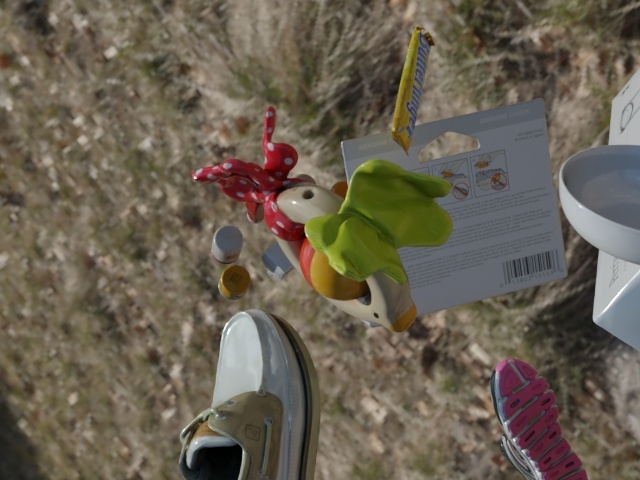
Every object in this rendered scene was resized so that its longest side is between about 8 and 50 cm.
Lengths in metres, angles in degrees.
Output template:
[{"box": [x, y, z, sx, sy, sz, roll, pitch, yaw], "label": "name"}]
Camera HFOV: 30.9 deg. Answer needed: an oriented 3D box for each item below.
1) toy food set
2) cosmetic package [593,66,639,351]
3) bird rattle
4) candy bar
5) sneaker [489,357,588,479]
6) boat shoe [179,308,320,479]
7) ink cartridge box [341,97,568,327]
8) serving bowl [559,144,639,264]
[{"box": [-0.064, -0.009, 1.576, 0.111, 0.232, 0.104, 44, 161, 6], "label": "toy food set"}, {"box": [0.325, -0.111, 0.835, 0.097, 0.377, 0.284, 31, 123, -3], "label": "cosmetic package"}, {"box": [0.000, 0.000, 1.109, 0.254, 0.143, 0.207, 15, 142, 37], "label": "bird rattle"}, {"box": [0.107, -0.178, 1.356, 0.018, 0.161, 0.040, -3, 153, 37], "label": "candy bar"}, {"box": [0.208, 0.191, 1.172, 0.170, 0.063, 0.075, 61, 162, -18], "label": "sneaker"}, {"box": [-0.068, 0.185, 1.039, 0.103, 0.302, 0.113, 17, 134, -30], "label": "boat shoe"}, {"box": [0.163, -0.038, 1.453, 0.060, 0.275, 0.238, -147, 45, -72], "label": "ink cartridge box"}, {"box": [0.142, -0.011, 0.495, 0.083, 0.083, 0.027, 28, 127, 34], "label": "serving bowl"}]
